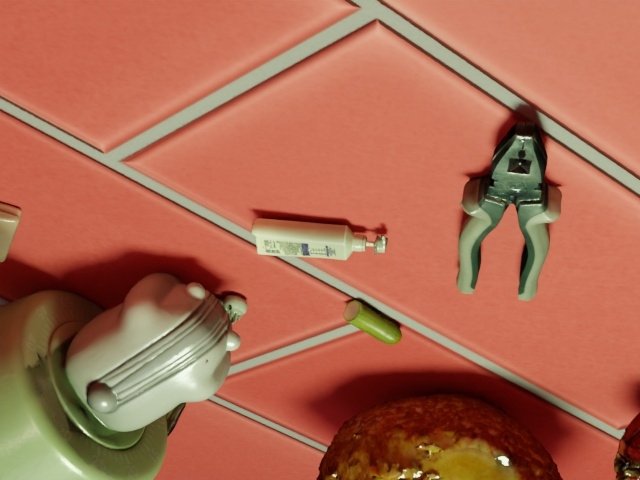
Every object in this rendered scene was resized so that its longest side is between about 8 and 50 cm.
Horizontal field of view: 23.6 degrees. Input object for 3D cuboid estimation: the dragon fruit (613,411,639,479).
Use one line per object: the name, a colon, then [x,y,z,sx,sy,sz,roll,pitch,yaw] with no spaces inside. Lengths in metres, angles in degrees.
dragon fruit: [0.438,0.258,1.784,0.209,0.172,0.172,6,153,-9]

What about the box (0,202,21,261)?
box: [-0.362,-0.008,1.691,0.048,0.025,0.115,19,151,-13]

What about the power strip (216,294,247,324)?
power strip: [-0.119,0.087,1.782,0.055,0.035,0.083,30,148,-33]

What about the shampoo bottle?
shampoo bottle: [0.000,0.000,1.586,0.141,0.034,0.049,5,144,8]

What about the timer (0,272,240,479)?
timer: [-0.234,0.152,1.747,0.315,0.291,0.291,-31,136,22]

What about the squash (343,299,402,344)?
squash: [0.062,0.096,1.750,0.027,0.027,0.083,-16,144,39]

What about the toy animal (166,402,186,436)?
toy animal: [-0.331,0.291,2.079,0.160,0.197,0.272,26,153,-22]

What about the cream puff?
cream puff: [0.162,0.322,1.922,0.350,0.228,0.350,15,133,16]

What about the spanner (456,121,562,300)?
spanner: [0.181,-0.024,1.479,0.096,0.040,0.325,6,153,4]
